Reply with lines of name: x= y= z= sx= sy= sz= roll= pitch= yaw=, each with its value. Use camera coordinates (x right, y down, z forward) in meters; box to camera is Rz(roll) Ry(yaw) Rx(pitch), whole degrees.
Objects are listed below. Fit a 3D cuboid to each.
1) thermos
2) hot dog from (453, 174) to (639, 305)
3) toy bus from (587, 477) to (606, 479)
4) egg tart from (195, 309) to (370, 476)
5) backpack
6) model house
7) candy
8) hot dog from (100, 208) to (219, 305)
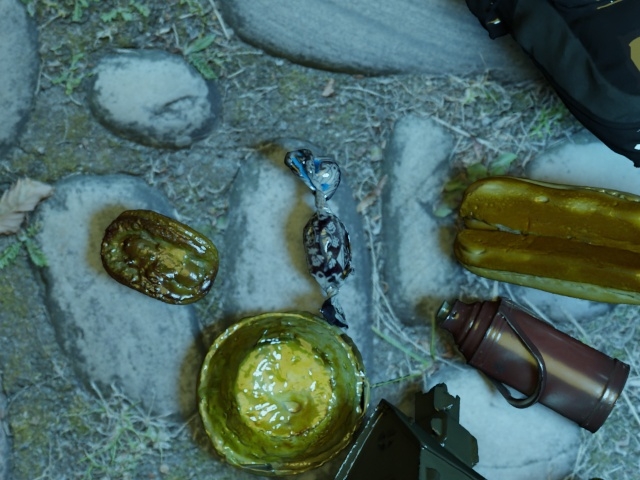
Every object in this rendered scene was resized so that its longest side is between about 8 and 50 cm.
thermos: x=0.246 y=0.132 z=1.804 sx=0.232 sy=0.099 sz=0.124 roll=29 pitch=46 yaw=4
hot dog: x=0.325 y=0.005 z=1.790 sx=0.337 sy=0.100 sz=0.135 roll=9 pitch=83 yaw=22
toy bus: x=0.302 y=0.446 z=1.736 sx=0.151 sy=0.145 sz=0.331 roll=24 pitch=85 yaw=1
egg tart: x=-0.045 y=0.181 z=1.793 sx=0.213 sy=0.090 sz=0.212 roll=1 pitch=84 yaw=-5
backpack: x=0.363 y=-0.301 z=1.789 sx=0.363 sy=0.255 sz=0.445 roll=-22 pitch=69 yaw=-5
model house: x=0.113 y=0.283 z=1.746 sx=0.211 sy=0.204 sz=0.243 roll=41 pitch=38 yaw=-31
candy: x=0.000 y=0.000 z=1.821 sx=0.051 sy=0.094 sz=0.226 roll=-14 pitch=87 yaw=36
hot dog: x=-0.195 y=0.019 z=1.820 sx=0.147 sy=0.065 sz=0.099 roll=26 pitch=92 yaw=0
